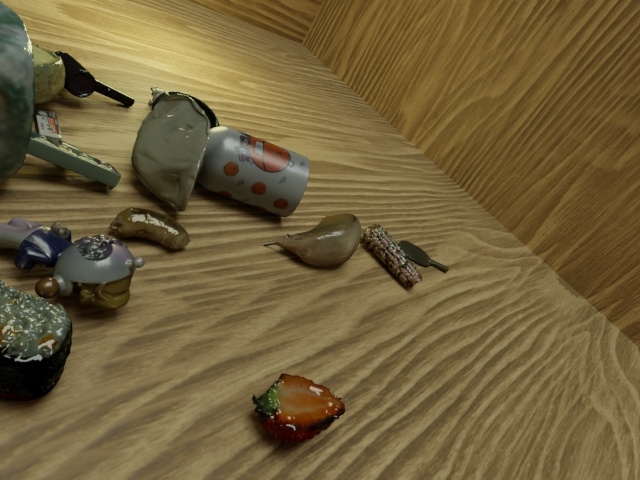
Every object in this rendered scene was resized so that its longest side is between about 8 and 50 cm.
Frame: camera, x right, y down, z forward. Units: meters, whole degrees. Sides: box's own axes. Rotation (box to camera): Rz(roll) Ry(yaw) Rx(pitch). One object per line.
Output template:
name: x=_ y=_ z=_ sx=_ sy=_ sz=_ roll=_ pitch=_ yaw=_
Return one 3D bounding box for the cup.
cup: x=-0.222 y=-0.218 z=1.365 sx=0.318 sy=0.212 sz=0.212 roll=17 pitch=34 yaw=-24

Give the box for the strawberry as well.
strawberry: x=-0.050 y=0.339 z=0.860 sx=0.140 sy=0.085 sz=0.192 roll=39 pitch=24 yaw=23

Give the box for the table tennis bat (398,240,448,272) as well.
table tennis bat: x=0.421 y=0.071 z=1.774 sx=0.235 sy=0.022 sz=0.131 roll=27 pitch=30 yaw=-9

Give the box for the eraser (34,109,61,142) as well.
eraser: x=-0.730 y=-0.303 z=1.158 sx=0.052 sy=0.029 sz=0.122 roll=3 pitch=42 yaw=-42

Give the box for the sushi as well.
sushi: x=-0.494 y=0.146 z=0.659 sx=0.225 sy=0.126 sz=0.136 roll=32 pitch=30 yaw=-2

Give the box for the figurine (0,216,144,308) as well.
figurine: x=-0.485 y=0.028 z=0.844 sx=0.274 sy=0.133 sz=0.194 roll=31 pitch=16 yaw=21

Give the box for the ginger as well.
ginger: x=-0.407 y=-0.031 z=1.051 sx=0.190 sy=0.069 sz=0.095 roll=14 pitch=58 yaw=-33

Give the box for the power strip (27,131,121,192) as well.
power strip: x=-0.621 y=-0.202 z=1.070 sx=0.216 sy=0.061 sz=0.145 roll=26 pitch=7 yaw=-45

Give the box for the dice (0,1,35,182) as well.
dice: x=-0.767 y=-0.313 z=0.823 sx=0.331 sy=0.348 sz=0.327 roll=-3 pitch=49 yaw=-45

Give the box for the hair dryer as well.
hair dryer: x=-0.711 y=-0.494 z=1.381 sx=0.197 sy=0.089 sz=0.251 roll=37 pitch=14 yaw=35

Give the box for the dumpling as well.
dumpling: x=-0.402 y=-0.256 z=1.186 sx=0.181 sy=0.260 sz=0.341 roll=27 pitch=22 yaw=-29

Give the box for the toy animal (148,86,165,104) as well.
toy animal: x=-0.557 y=-0.490 z=1.557 sx=0.124 sy=0.071 sz=0.085 roll=41 pitch=14 yaw=26

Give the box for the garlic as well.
garlic: x=0.005 y=0.008 z=1.375 sx=0.196 sy=0.151 sz=0.339 roll=19 pitch=29 yaw=30

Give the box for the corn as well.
corn: x=0.257 y=0.053 z=1.571 sx=0.280 sy=0.092 sz=0.092 roll=51 pitch=33 yaw=18

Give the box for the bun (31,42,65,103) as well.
bun: x=-0.827 y=-0.452 z=1.155 sx=0.260 sy=0.152 sz=0.259 roll=18 pitch=24 yaw=-9

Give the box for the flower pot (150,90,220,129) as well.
flower pot: x=-0.444 y=-0.383 z=1.428 sx=0.243 sy=0.157 sz=0.189 roll=40 pitch=29 yaw=11
